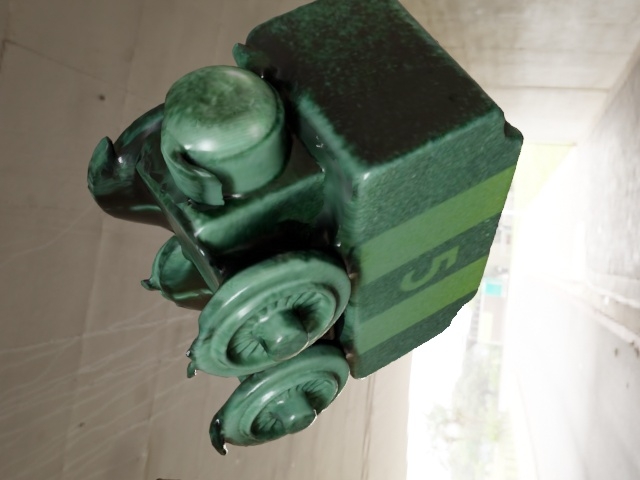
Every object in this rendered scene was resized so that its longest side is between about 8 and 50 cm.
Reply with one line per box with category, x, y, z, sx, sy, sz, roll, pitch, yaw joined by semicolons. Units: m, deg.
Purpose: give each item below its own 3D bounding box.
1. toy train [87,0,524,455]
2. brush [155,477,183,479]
toy train;0.000;0.000;0.483;0.167;0.238;0.299;55;164;28
brush;-0.150;0.192;0.466;0.017;0.314;0.090;22;-116;-48
